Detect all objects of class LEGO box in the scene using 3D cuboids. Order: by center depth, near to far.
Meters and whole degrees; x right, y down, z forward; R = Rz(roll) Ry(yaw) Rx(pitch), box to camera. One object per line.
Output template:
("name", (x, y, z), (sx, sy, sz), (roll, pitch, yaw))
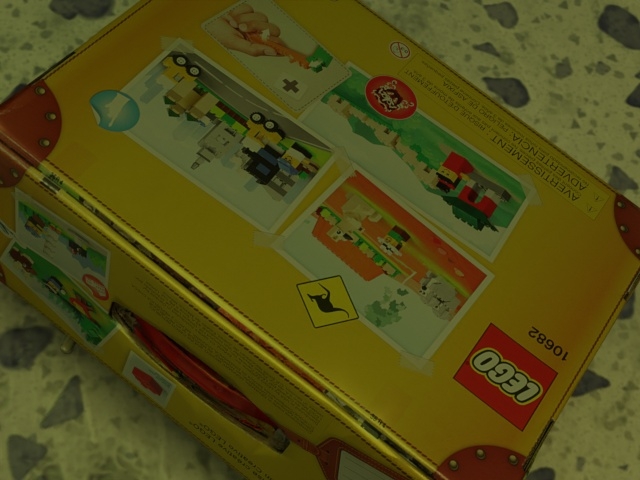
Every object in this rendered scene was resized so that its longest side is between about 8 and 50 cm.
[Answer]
("LEGO box", (0.000, 0.000, 0.993), (0.500, 0.193, 0.372), (38, 53, 6))

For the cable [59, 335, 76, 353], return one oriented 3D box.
("cable", (-0.155, -0.009, 1.079), (0.139, 0.072, 0.287), (9, 67, -5))
